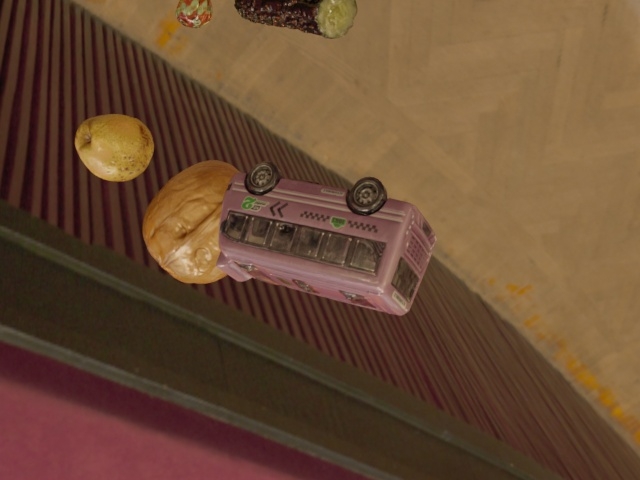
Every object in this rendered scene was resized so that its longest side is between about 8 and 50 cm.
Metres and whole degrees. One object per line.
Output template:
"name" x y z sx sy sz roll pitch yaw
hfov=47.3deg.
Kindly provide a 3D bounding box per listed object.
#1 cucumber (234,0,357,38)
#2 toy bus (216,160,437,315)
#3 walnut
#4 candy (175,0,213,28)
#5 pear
"cucumber" -0.052 -0.355 1.099 0.072 0.300 0.072 -15 117 -30
"toy bus" 0.000 0.000 0.690 0.096 0.198 0.108 43 63 -58
"walnut" -0.198 -0.029 1.265 0.225 0.193 0.193 -31 130 21
"candy" -0.303 -0.621 1.634 0.084 0.078 0.288 -9 101 4
"pear" -0.488 -0.225 1.725 0.177 0.178 0.178 -10 127 -13
